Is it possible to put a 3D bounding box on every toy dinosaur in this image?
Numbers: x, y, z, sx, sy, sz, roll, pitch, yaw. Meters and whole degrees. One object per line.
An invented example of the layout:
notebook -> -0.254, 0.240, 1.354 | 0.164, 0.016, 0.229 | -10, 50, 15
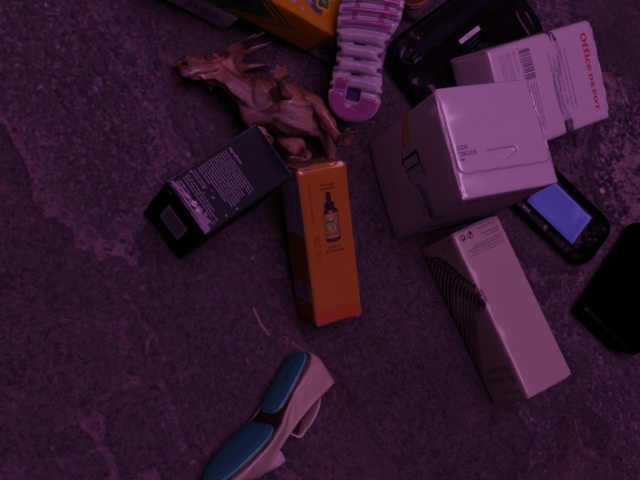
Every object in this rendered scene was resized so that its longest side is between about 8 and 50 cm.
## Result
toy dinosaur -> -0.060, -0.208, 1.413 | 0.295, 0.200, 0.127 | 33, 106, -33

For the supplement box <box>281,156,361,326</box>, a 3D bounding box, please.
supplement box -> 0.000, 0.000, 1.350 | 0.078, 0.080, 0.234 | -12, 107, -23

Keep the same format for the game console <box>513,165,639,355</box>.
game console -> 0.454, 0.012, 1.593 | 0.361, 0.044, 0.213 | 43, 65, -6

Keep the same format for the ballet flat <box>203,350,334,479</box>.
ballet flat -> -0.063, 0.268, 1.305 | 0.086, 0.086, 0.248 | 42, 65, -7

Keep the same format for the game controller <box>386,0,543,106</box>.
game controller -> 0.256, -0.338, 1.605 | 0.319, 0.067, 0.166 | -39, 107, -25

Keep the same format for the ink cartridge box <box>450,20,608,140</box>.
ink cartridge box -> 0.355, -0.255, 1.565 | 0.237, 0.100, 0.172 | -21, 102, -28

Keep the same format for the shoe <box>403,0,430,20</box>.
shoe -> 0.159, -0.480, 1.602 | 0.076, 0.058, 0.219 | -1, 70, 11

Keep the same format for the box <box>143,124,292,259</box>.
box -> -0.146, -0.066, 1.311 | 0.158, 0.156, 0.093 | -37, 92, -26

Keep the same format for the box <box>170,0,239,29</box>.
box -> -0.198, -0.519, 1.440 | 0.232, 0.058, 0.322 | 22, 67, -27

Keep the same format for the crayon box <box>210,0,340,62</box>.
crayon box -> -0.069, -0.434, 1.425 | 0.322, 0.083, 0.203 | 21, 69, -36

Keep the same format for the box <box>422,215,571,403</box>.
box -> 0.273, 0.110, 1.459 | 0.094, 0.113, 0.275 | -22, 84, -24

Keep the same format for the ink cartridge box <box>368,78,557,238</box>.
ink cartridge box -> 0.212, -0.121, 1.426 | 0.171, 0.232, 0.168 | -11, 81, -24

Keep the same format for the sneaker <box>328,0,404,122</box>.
sneaker -> 0.066, -0.304, 1.448 | 0.095, 0.104, 0.237 | 13, 101, -1
